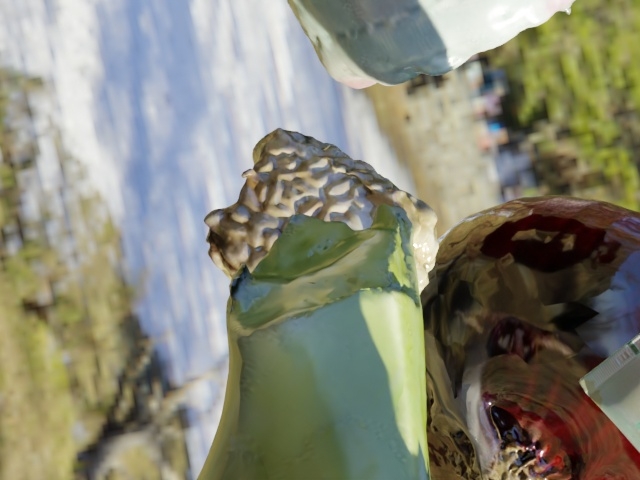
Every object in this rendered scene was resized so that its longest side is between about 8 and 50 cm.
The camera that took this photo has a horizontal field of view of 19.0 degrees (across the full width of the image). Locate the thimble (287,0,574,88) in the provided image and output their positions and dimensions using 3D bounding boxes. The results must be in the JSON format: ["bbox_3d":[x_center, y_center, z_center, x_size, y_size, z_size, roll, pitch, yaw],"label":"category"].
[{"bbox_3d":[0.065,-0.195,1.113,0.149,0.211,0.185,62,27,-19],"label":"thimble"}]

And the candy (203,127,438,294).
[{"bbox_3d":[0.000,0.000,0.986,0.095,0.110,0.085,-63,152,1],"label":"candy"}]

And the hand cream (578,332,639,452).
[{"bbox_3d":[0.201,0.116,0.908,0.174,0.076,0.047,52,35,8],"label":"hand cream"}]

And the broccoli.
[{"bbox_3d":[-0.014,0.152,0.585,0.186,0.254,0.302,6,102,-40],"label":"broccoli"}]

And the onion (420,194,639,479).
[{"bbox_3d":[0.184,0.082,1.192,0.285,0.273,0.273,-43,128,-35],"label":"onion"}]
